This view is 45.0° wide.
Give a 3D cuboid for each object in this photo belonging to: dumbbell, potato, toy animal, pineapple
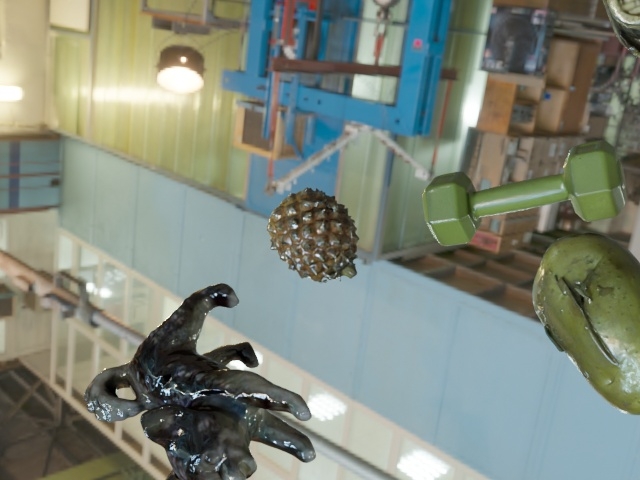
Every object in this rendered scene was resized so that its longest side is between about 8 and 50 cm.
[{"bbox_3d":[0.313,-0.070,1.201,0.302,0.108,0.121,-12,-162,26],"label":"dumbbell"},{"bbox_3d":[0.351,0.097,0.950,0.169,0.143,0.248,35,-153,-47],"label":"potato"},{"bbox_3d":[-0.206,0.277,1.250,0.303,0.194,0.344,-25,-136,-15],"label":"toy animal"},{"bbox_3d":[0.000,0.000,1.403,0.193,0.166,0.166,45,-148,22],"label":"pineapple"}]

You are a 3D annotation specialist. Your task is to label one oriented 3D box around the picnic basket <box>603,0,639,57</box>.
[{"bbox_3d":[0.284,-0.308,0.533,0.228,0.312,0.175,-15,179,30],"label":"picnic basket"}]
